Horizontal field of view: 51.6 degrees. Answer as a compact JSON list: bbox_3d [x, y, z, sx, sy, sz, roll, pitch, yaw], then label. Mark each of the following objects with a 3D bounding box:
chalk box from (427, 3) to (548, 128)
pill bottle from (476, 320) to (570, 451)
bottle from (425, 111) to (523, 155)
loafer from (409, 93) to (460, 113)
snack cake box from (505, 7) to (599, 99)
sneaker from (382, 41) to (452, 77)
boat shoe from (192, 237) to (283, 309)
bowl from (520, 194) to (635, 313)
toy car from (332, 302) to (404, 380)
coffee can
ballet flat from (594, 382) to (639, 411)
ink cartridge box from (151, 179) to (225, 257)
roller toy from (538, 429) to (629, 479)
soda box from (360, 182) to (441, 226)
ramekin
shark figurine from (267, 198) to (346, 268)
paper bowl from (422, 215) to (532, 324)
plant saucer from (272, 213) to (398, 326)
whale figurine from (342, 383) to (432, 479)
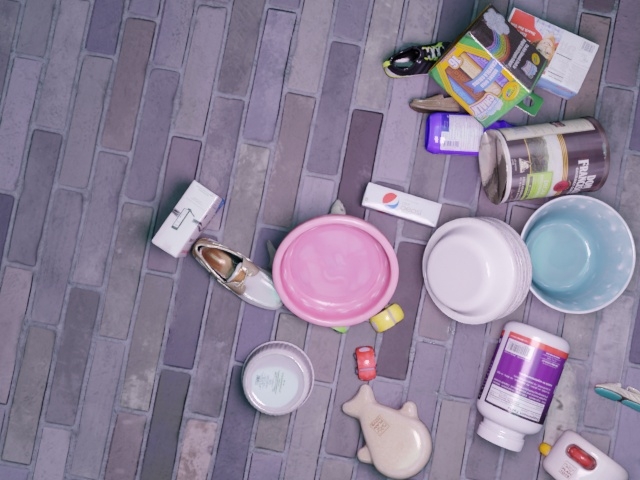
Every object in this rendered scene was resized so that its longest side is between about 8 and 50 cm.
[{"bbox_3d":[0.470,-0.440,1.771,0.289,0.179,0.180,43,52,-7],"label":"chalk box"},{"bbox_3d":[0.537,0.391,1.789,0.181,0.181,0.323,21,88,1],"label":"pill bottle"},{"bbox_3d":[0.439,-0.295,1.864,0.282,0.092,0.118,3,93,0],"label":"bottle"},{"bbox_3d":[0.325,-0.391,1.891,0.148,0.056,0.050,4,87,-10],"label":"loafer"},{"bbox_3d":[0.625,-0.526,1.876,0.264,0.089,0.152,25,90,2],"label":"snack cake box"},{"bbox_3d":[0.291,-0.510,1.872,0.234,0.097,0.084,-16,88,0],"label":"sneaker"},{"bbox_3d":[-0.227,0.099,1.844,0.302,0.103,0.113,30,88,1],"label":"boat shoe"},{"bbox_3d":[0.672,0.039,1.813,0.311,0.163,0.312,0,88,1],"label":"bowl"},{"bbox_3d":[0.097,0.252,1.861,0.225,0.053,0.239,26,88,1],"label":"toy car"},{"bbox_3d":[0.584,-0.211,1.753,0.275,0.201,0.202,-8,87,-5],"label":"coffee can"},{"bbox_3d":[0.844,0.428,1.857,0.168,0.057,0.052,25,60,-2],"label":"ballet flat"},{"bbox_3d":[-0.362,-0.056,1.830,0.086,0.148,0.203,34,89,0],"label":"ink cartridge box"},{"bbox_3d":[0.700,0.616,1.772,0.209,0.191,0.146,37,89,2],"label":"roller toy"},{"bbox_3d":[0.225,-0.098,1.865,0.216,0.074,0.069,16,88,1],"label":"soda box"},{"bbox_3d":[-0.120,0.385,1.829,0.207,0.109,0.207,0,88,0],"label":"ramekin"},{"bbox_3d":[-0.010,0.024,1.854,0.278,0.116,0.166,-35,54,-9],"label":"shark figurine"},{"bbox_3d":[0.397,0.079,1.749,0.284,0.148,0.284,4,95,42],"label":"paper bowl"},{"bbox_3d":[0.039,0.073,1.766,0.332,0.084,0.332,0,117,1],"label":"plant saucer"},{"bbox_3d":[0.186,0.527,1.827,0.216,0.141,0.272,-47,64,-2],"label":"whale figurine"}]
